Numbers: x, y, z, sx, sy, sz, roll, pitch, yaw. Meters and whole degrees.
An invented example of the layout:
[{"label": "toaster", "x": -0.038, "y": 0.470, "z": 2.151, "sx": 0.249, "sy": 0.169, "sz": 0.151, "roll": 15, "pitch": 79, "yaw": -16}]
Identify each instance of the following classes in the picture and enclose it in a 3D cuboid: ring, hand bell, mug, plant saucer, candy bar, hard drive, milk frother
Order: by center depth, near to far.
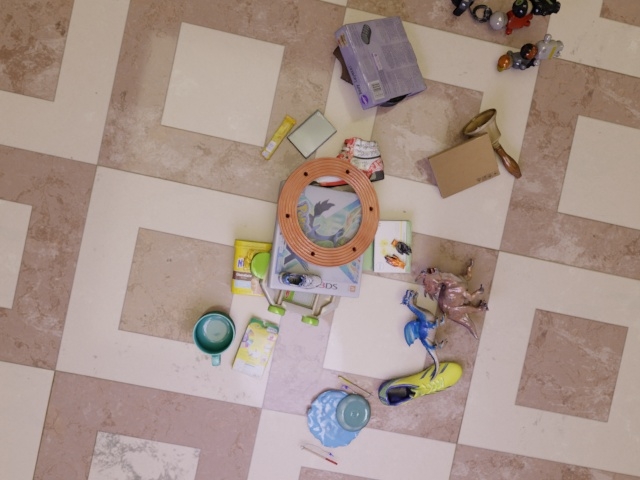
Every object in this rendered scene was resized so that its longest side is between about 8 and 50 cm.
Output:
[{"label": "ring", "x": 0.026, "y": -0.085, "z": 1.854, "sx": 0.337, "sy": 0.032, "sz": 0.336, "roll": 0, "pitch": 90, "yaw": -24}, {"label": "mug", "x": -0.339, "y": 0.299, "z": 1.920, "sx": 0.130, "sy": 0.097, "sz": 0.157, "roll": 30, "pitch": 90, "yaw": -5}, {"label": "milk frother", "x": 0.498, "y": -0.772, "z": 1.929, "sx": 0.143, "sy": 0.135, "sz": 0.129, "roll": 5, "pitch": 92, "yaw": -5}, {"label": "candy bar", "x": -0.137, "y": -0.329, "z": 1.953, "sx": 0.040, "sy": 0.018, "sz": 0.161, "roll": 35, "pitch": 90, "yaw": -1}, {"label": "hard drive", "x": -0.027, "y": -0.342, "z": 1.959, "sx": 0.135, "sy": 0.022, "sz": 0.094, "roll": -42, "pitch": 94, "yaw": -2}, {"label": "plant saucer", "x": 0.110, "y": 0.562, "z": 1.976, "sx": 0.120, "sy": 0.021, "sz": 0.119, "roll": 1, "pitch": 85, "yaw": -14}, {"label": "hand bell", "x": 0.583, "y": -0.298, "z": 1.986, "sx": 0.126, "sy": 0.126, "sz": 0.242, "roll": -43, "pitch": 108, "yaw": -2}]

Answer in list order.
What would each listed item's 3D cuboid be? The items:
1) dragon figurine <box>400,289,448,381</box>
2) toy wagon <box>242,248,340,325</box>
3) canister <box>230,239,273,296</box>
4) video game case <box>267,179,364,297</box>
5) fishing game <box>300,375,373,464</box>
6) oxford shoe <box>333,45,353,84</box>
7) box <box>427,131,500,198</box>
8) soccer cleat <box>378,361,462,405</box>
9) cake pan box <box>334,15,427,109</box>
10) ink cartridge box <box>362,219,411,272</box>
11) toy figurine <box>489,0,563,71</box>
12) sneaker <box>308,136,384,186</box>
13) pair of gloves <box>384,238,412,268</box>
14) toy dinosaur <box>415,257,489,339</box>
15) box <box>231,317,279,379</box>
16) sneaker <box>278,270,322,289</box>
[{"label": "dragon figurine", "x": 0.328, "y": 0.298, "z": 1.965, "sx": 0.144, "sy": 0.085, "sz": 0.288, "roll": 5, "pitch": 102, "yaw": 39}, {"label": "toy wagon", "x": -0.085, "y": 0.105, "z": 1.899, "sx": 0.345, "sy": 0.068, "sz": 0.267, "roll": 20, "pitch": 82, "yaw": -21}, {"label": "canister", "x": -0.218, "y": 0.087, "z": 1.935, "sx": 0.126, "sy": 0.073, "sz": 0.169, "roll": 6, "pitch": 93, "yaw": -6}, {"label": "video game case", "x": 0.000, "y": 0.000, "z": 1.878, "sx": 0.300, "sy": 0.036, "sz": 0.328, "roll": 8, "pitch": 86, "yaw": -23}, {"label": "fishing game", "x": 0.045, "y": 0.583, "z": 1.991, "sx": 0.189, "sy": 0.041, "sz": 0.264, "roll": 27, "pitch": 81, "yaw": -7}, {"label": "oxford shoe", "x": 0.119, "y": -0.526, "z": 1.947, "sx": 0.096, "sy": 0.083, "sz": 0.227, "roll": -30, "pitch": 99, "yaw": 23}, {"label": "box", "x": 0.460, "y": -0.238, "z": 1.948, "sx": 0.201, "sy": 0.021, "sz": 0.164, "roll": -23, "pitch": 123, "yaw": 7}, {"label": "soccer cleat", "x": 0.329, "y": 0.472, "z": 1.967, "sx": 0.289, "sy": 0.121, "sz": 0.093, "roll": -16, "pitch": 93, "yaw": -4}, {"label": "cake pan box", "x": 0.193, "y": -0.552, "z": 1.892, "sx": 0.246, "sy": 0.070, "sz": 0.266, "roll": -25, "pitch": 95, "yaw": -33}, {"label": "ink cartridge box", "x": 0.173, "y": 0.018, "z": 1.974, "sx": 0.235, "sy": 0.056, "sz": 0.171, "roll": 1, "pitch": 93, "yaw": -7}, {"label": "toy figurine", "x": 0.638, "y": -0.644, "z": 1.908, "sx": 0.148, "sy": 0.213, "sz": 0.209, "roll": -9, "pitch": 98, "yaw": -16}, {"label": "sneaker", "x": 0.065, "y": -0.247, "z": 1.938, "sx": 0.270, "sy": 0.090, "sz": 0.144, "roll": -8, "pitch": 92, "yaw": -8}, {"label": "pair of gloves", "x": 0.249, "y": 0.045, "z": 1.949, "sx": 0.074, "sy": 0.010, "sz": 0.083, "roll": 27, "pitch": 87, "yaw": -6}, {"label": "toy dinosaur", "x": 0.424, "y": 0.185, "z": 1.972, "sx": 0.201, "sy": 0.127, "sz": 0.295, "roll": -16, "pitch": 108, "yaw": 5}, {"label": "box", "x": -0.207, "y": 0.345, "z": 1.960, "sx": 0.105, "sy": 0.043, "sz": 0.179, "roll": 22, "pitch": 93, "yaw": -5}, {"label": "sneaker", "x": -0.054, "y": 0.121, "z": 1.806, "sx": 0.135, "sy": 0.058, "sz": 0.052, "roll": 4, "pitch": 88, "yaw": -23}]
